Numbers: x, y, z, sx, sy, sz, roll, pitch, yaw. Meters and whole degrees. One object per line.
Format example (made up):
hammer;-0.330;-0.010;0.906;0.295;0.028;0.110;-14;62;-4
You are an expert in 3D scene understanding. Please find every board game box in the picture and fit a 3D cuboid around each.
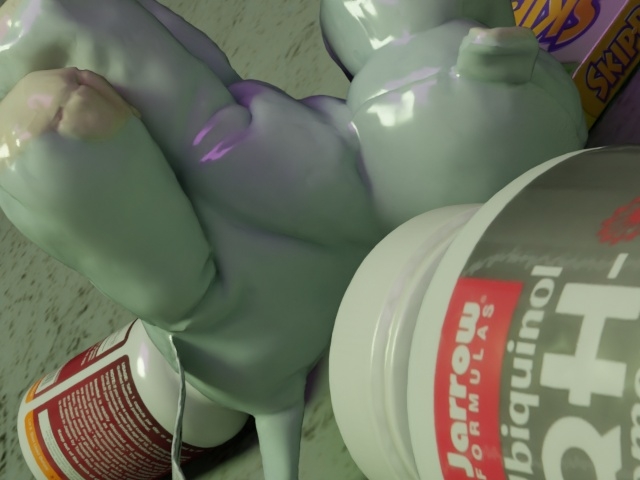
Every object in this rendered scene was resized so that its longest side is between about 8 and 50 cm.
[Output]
board game box;0.160;-0.150;1.015;0.259;0.039;0.124;-56;26;-3

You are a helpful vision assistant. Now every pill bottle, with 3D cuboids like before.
pill bottle;0.141;0.054;0.628;0.318;0.176;0.176;2;58;58
pill bottle;-0.094;0.088;1.051;0.152;0.086;0.086;-31;33;35

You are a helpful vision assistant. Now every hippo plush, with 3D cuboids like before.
hippo plush;-0.006;-0.051;0.877;0.236;0.234;0.294;-29;55;16
